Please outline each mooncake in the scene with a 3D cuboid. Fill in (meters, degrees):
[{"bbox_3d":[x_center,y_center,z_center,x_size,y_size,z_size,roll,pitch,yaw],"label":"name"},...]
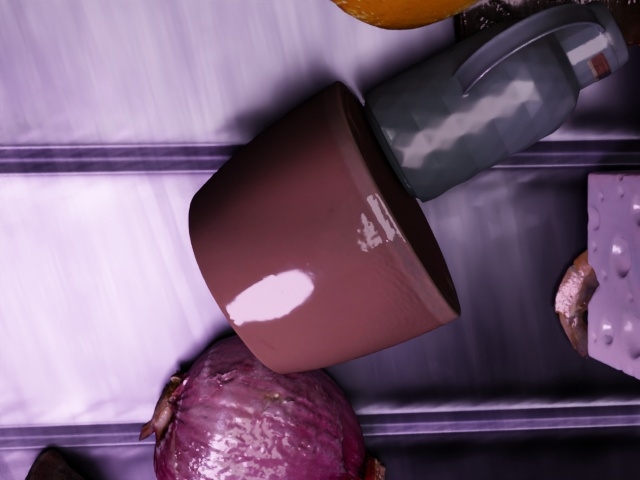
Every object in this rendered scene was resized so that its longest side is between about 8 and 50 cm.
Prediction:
[{"bbox_3d":[-0.335,0.349,1.286,0.073,0.125,0.130,-37,113,4],"label":"mooncake"}]

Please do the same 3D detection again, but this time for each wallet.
[{"bbox_3d":[0.272,-0.271,1.152,0.232,0.031,0.121,-8,115,-1],"label":"wallet"}]

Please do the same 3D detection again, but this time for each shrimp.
[{"bbox_3d":[0.430,0.125,1.309,0.169,0.058,0.296,-36,105,14],"label":"shrimp"}]

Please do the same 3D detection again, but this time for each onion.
[{"bbox_3d":[-0.050,0.288,1.272,0.349,0.159,0.267,23,110,-12],"label":"onion"}]

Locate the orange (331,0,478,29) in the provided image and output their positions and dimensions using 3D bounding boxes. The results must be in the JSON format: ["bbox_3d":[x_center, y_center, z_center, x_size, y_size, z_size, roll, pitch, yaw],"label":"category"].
[{"bbox_3d":[0.093,-0.394,1.019,0.263,0.196,0.334,-11,97,-14],"label":"orange"}]

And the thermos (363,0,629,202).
[{"bbox_3d":[0.195,-0.171,1.089,0.287,0.182,0.145,-29,69,11],"label":"thermos"}]

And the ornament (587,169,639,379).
[{"bbox_3d":[0.469,0.036,1.142,0.240,0.240,0.239,-3,95,-8],"label":"ornament"}]

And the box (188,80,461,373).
[{"bbox_3d":[0.000,0.000,1.098,0.216,0.301,0.301,-30,111,10],"label":"box"}]
